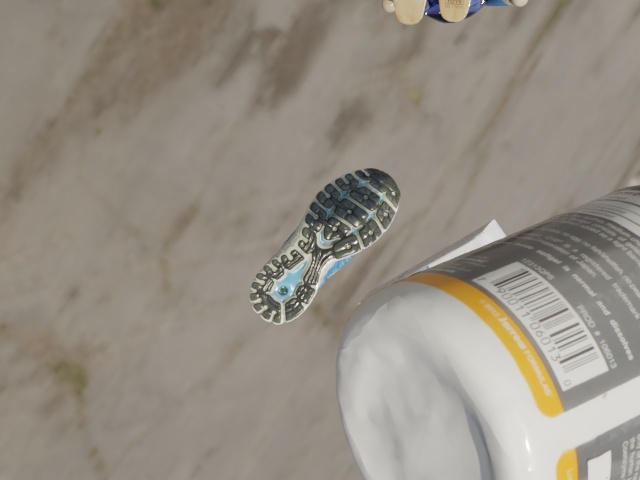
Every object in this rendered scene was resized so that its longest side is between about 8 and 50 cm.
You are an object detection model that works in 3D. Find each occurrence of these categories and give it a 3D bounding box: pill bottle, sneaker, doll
[{"bbox_3d":[0.160,0.061,0.932,0.278,0.162,0.162,-20,150,-32],"label":"pill bottle"},{"bbox_3d":[0.000,0.000,1.431,0.162,0.063,0.073,-44,-177,-1],"label":"sneaker"},{"bbox_3d":[0.114,-0.210,1.443,0.189,0.129,0.046,-44,132,-75],"label":"doll"}]

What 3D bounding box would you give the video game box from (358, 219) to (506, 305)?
[{"bbox_3d":[0.171,0.106,1.838,0.187,0.205,0.048,-31,-173,31],"label":"video game box"}]
